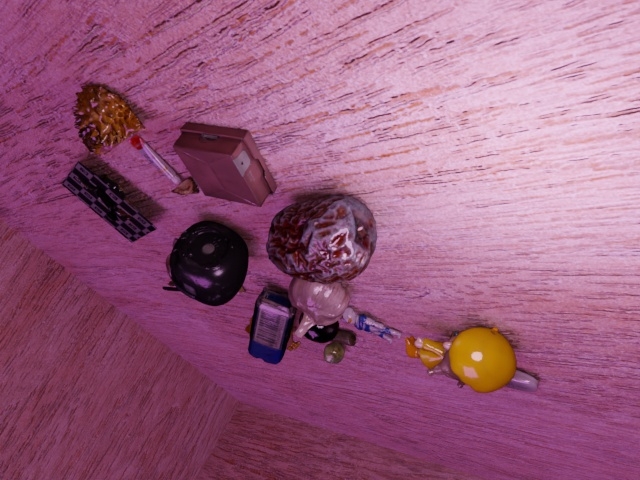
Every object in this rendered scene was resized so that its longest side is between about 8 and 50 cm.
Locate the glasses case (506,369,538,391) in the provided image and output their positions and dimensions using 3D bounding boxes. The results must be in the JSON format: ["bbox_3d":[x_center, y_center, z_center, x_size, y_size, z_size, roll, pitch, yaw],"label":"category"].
[{"bbox_3d":[0.588,0.430,1.846,0.193,0.049,0.074,13,150,31],"label":"glasses case"}]

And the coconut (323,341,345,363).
[{"bbox_3d":[0.056,0.453,2.370,0.087,0.096,0.088,11,-171,-2],"label":"coconut"}]

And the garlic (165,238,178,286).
[{"bbox_3d":[-0.557,0.078,2.302,0.131,0.127,0.194,-2,116,18],"label":"garlic"}]

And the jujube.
[{"bbox_3d":[0.000,0.000,1.489,0.317,0.226,0.226,-8,135,47],"label":"jujube"}]

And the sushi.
[{"bbox_3d":[-0.760,-0.149,2.137,0.343,0.064,0.359,44,151,-19],"label":"sushi"}]

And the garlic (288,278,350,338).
[{"bbox_3d":[-0.021,0.220,1.898,0.218,0.212,0.218,24,159,10],"label":"garlic"}]

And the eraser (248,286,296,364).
[{"bbox_3d":[-0.184,0.332,2.250,0.155,0.101,0.332,20,130,7],"label":"eraser"}]

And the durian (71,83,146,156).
[{"bbox_3d":[-0.632,-0.325,1.652,0.191,0.112,0.341,42,153,-28],"label":"durian"}]

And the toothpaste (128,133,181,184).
[{"bbox_3d":[-0.494,-0.240,1.756,0.048,0.031,0.190,-21,125,37],"label":"toothpaste"}]

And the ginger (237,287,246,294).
[{"bbox_3d":[-0.348,0.178,2.330,0.057,0.044,0.137,24,158,53],"label":"ginger"}]

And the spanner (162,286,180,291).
[{"bbox_3d":[-0.501,0.205,2.378,0.315,0.024,0.087,10,-177,-43],"label":"spanner"}]

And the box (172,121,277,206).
[{"bbox_3d":[-0.248,-0.195,1.532,0.215,0.086,0.215,13,150,28],"label":"box"}]

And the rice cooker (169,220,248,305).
[{"bbox_3d":[-0.369,0.073,1.943,0.267,0.267,0.224,24,152,11],"label":"rice cooker"}]

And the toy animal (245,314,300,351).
[{"bbox_3d":[-0.195,0.389,2.442,0.229,0.156,0.156,32,153,-14],"label":"toy animal"}]

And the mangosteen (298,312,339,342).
[{"bbox_3d":[-0.002,0.290,2.093,0.152,0.152,0.152,23,153,13],"label":"mangosteen"}]

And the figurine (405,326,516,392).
[{"bbox_3d":[0.415,0.347,1.736,0.215,0.187,0.343,16,166,-28],"label":"figurine"}]

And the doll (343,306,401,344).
[{"bbox_3d":[0.160,0.294,2.022,0.227,0.057,0.114,29,157,-4],"label":"doll"}]

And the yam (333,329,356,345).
[{"bbox_3d":[0.073,0.367,2.233,0.132,0.054,0.054,6,145,38],"label":"yam"}]

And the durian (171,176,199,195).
[{"bbox_3d":[-0.407,-0.154,1.784,0.130,0.066,0.052,11,149,50],"label":"durian"}]
